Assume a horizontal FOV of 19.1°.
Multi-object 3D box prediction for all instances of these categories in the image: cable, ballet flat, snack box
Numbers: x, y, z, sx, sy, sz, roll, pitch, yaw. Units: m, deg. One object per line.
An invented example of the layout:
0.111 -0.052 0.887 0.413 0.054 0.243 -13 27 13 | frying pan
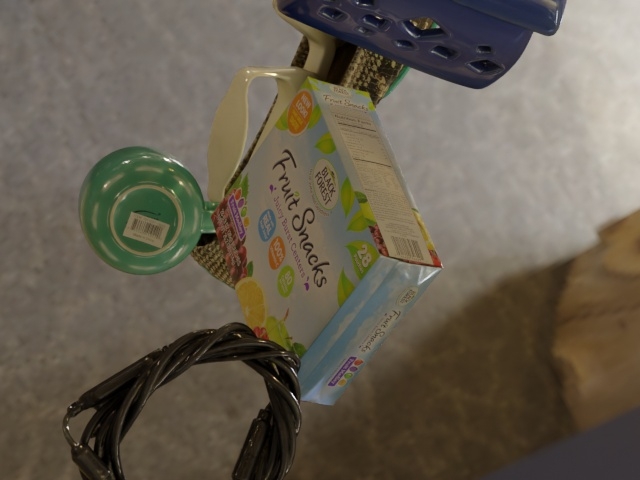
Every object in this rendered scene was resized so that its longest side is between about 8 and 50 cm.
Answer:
-0.088 0.144 1.402 0.150 0.184 0.047 61 -9 -12 | cable
-0.008 -0.167 2.103 0.182 0.164 0.483 25 92 -32 | ballet flat
0.000 0.000 1.550 0.070 0.174 0.207 11 41 -34 | snack box

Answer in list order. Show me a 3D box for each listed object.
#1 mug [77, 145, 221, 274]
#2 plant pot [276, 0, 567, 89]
-0.173 -0.035 1.973 0.129 0.157 0.097 64 -4 -14 | mug
0.121 -0.297 1.750 0.236 0.212 0.236 19 77 -19 | plant pot
